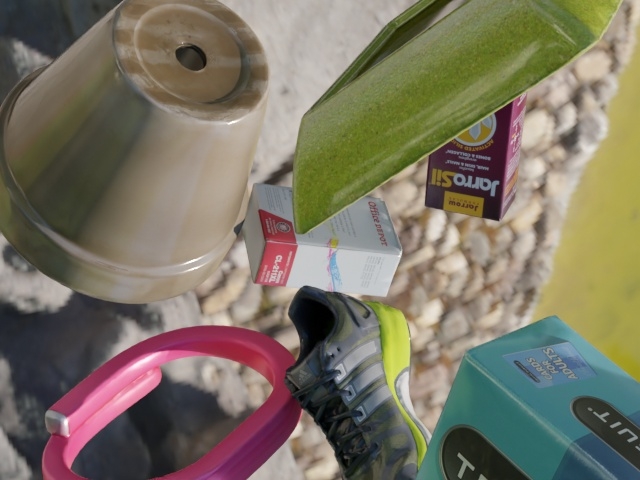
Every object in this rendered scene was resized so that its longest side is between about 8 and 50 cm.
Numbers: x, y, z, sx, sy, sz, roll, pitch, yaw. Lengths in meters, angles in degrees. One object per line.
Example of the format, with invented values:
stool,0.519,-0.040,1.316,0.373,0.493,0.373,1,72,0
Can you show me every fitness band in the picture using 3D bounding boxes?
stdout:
fitness band,-0.144,0.176,1.486,0.291,0.209,0.054,-40,134,-45

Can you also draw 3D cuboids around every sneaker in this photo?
sneaker,0.025,0.164,1.442,0.121,0.300,0.111,25,123,-29

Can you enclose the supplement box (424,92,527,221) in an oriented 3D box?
supplement box,0.195,-0.130,1.879,0.104,0.081,0.188,11,117,16

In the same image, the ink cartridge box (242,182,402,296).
ink cartridge box,0.000,0.000,1.886,0.175,0.127,0.072,7,124,-16

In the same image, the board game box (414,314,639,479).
board game box,0.134,0.249,0.779,0.079,0.254,0.336,-16,135,-41

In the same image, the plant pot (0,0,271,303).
plant pot,-0.195,-0.130,1.729,0.323,0.323,0.280,8,146,-26

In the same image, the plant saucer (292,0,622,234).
plant saucer,0.071,-0.101,0.751,0.188,0.188,0.045,-33,102,35
